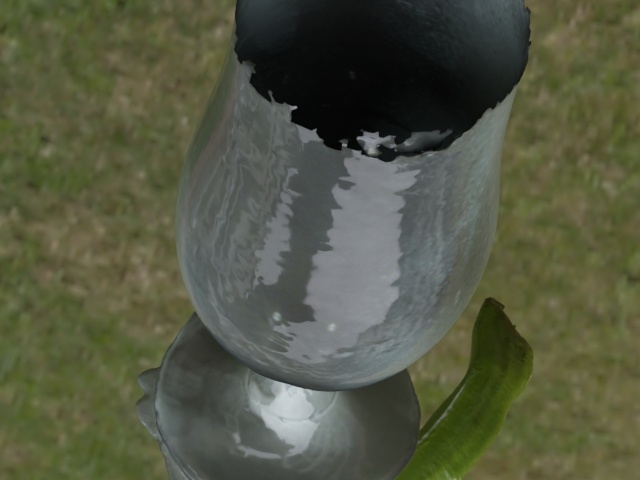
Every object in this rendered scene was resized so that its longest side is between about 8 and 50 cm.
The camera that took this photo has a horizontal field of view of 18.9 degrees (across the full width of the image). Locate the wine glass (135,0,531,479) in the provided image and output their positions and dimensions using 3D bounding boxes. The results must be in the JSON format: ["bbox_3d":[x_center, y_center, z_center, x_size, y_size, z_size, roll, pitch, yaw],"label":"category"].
[{"bbox_3d":[0.000,0.000,0.599,0.103,0.103,0.222,14,144,1],"label":"wine glass"}]

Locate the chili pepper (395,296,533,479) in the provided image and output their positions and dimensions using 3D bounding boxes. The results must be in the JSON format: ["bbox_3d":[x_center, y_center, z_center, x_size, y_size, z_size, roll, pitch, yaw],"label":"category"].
[{"bbox_3d":[0.073,0.106,1.102,0.050,0.202,0.052,0,124,43],"label":"chili pepper"}]
